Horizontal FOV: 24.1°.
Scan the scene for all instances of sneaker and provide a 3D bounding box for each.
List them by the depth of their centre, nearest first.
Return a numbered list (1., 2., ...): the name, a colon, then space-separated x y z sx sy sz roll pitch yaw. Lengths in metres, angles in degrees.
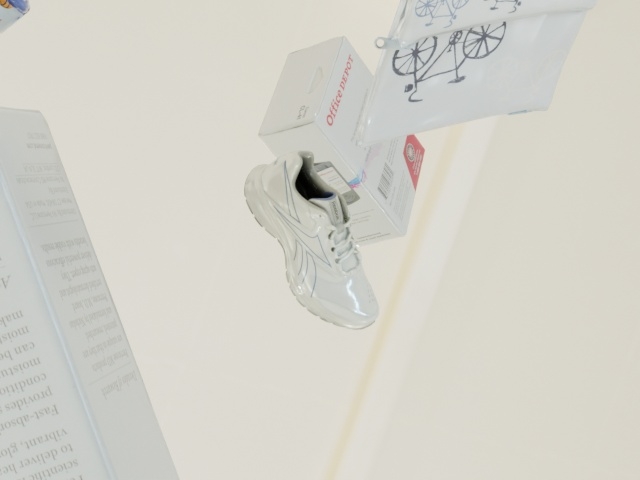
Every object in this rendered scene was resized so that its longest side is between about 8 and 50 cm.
1. sneaker: 0.000 0.000 2.247 0.111 0.297 0.129 -33 179 -43

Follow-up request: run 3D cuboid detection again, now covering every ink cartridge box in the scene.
1. ink cartridge box: 0.045 -0.170 2.637 0.131 0.226 0.306 -15 131 33

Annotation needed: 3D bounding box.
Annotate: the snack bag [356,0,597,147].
1. snack bag: 0.200 -0.253 1.701 0.323 0.342 0.037 -15 -130 -35

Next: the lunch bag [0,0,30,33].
1. lunch bag: -0.525 -0.403 2.119 0.243 0.115 0.303 49 -179 -22

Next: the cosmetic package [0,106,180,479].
1. cosmetic package: -0.249 0.150 1.106 0.230 0.453 0.161 -20 180 8
